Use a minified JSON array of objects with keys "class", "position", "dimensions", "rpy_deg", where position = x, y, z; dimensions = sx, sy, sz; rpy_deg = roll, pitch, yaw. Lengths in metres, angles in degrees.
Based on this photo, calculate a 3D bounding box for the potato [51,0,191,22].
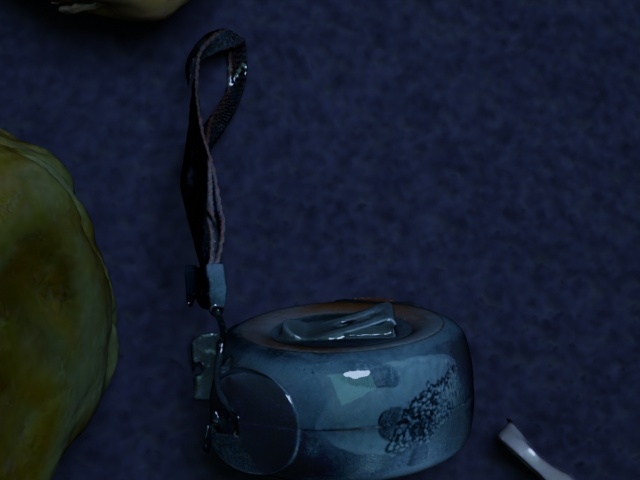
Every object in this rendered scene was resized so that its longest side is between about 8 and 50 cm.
[{"class":"potato","position":[-0.078,-0.173,0.622],"dimensions":[0.118,0.109,0.178],"rpy_deg":[1,78,17]}]

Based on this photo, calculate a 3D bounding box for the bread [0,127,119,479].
[{"class":"bread","position":[-0.169,0.059,0.541],"dimensions":[0.152,0.130,0.268],"rpy_deg":[55,46,-15]}]

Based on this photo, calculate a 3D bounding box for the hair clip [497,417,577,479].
[{"class":"hair clip","position":[0.160,0.151,0.648],"dimensions":[0.226,0.034,0.072],"rpy_deg":[26,86,-4]}]

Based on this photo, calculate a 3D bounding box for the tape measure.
[{"class":"tape measure","position":[0.000,-0.001,0.612],"dimensions":[0.107,0.104,0.180],"rpy_deg":[-4,85,-2]}]
